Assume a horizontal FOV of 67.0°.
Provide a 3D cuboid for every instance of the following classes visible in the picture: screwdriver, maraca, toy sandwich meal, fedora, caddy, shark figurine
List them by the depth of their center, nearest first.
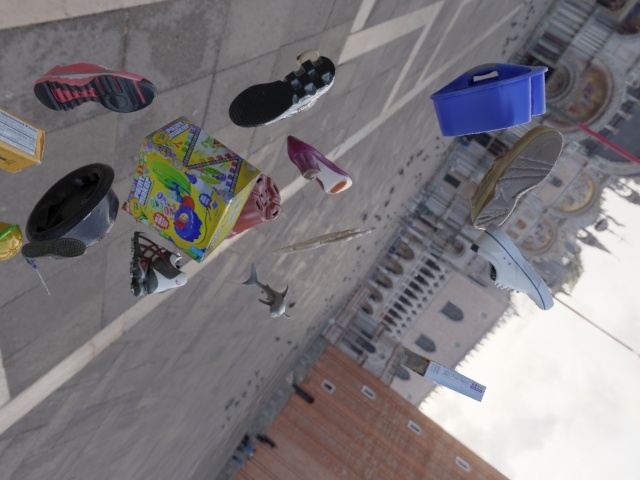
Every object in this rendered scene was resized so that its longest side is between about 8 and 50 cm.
[{"bbox_3d":[-0.893,0.004,1.352,0.127,0.099,0.185,-49,-162,-20],"label":"maraca"},{"bbox_3d":[0.495,-0.430,1.432,0.341,0.179,0.241,2,-155,45],"label":"caddy"},{"bbox_3d":[-0.850,0.095,1.459,0.025,0.024,0.170,-40,133,-34],"label":"screwdriver"},{"bbox_3d":[-0.762,-0.088,1.548,0.334,0.334,0.152,-52,139,-19],"label":"fedora"},{"bbox_3d":[-0.046,-0.669,1.765,0.085,0.029,0.085,-20,156,-9],"label":"toy sandwich meal"},{"bbox_3d":[-0.183,0.206,1.928,0.166,0.278,0.116,28,102,-44],"label":"shark figurine"}]

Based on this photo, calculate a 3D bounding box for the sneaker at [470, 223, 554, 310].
[{"bbox_3d":[0.454,0.080,1.158,0.091,0.258,0.094,-40,-172,8],"label":"sneaker"}]

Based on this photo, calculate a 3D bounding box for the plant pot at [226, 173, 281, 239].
[{"bbox_3d":[-0.330,-0.159,2.089,0.265,0.272,0.272,-11,-162,31],"label":"plant pot"}]

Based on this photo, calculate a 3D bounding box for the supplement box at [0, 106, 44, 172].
[{"bbox_3d":[-0.602,-0.203,0.828,0.233,0.078,0.080,40,41,-59],"label":"supplement box"}]

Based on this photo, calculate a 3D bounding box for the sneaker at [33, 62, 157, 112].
[{"bbox_3d":[-0.592,-0.430,1.291,0.116,0.313,0.136,93,-3,-54],"label":"sneaker"}]

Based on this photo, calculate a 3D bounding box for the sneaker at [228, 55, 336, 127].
[{"bbox_3d":[-0.104,-0.406,1.419,0.330,0.122,0.146,-24,173,-2],"label":"sneaker"}]

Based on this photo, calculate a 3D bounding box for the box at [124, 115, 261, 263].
[{"bbox_3d":[-0.372,-0.142,1.396,0.290,0.279,0.177,-55,179,41],"label":"box"}]

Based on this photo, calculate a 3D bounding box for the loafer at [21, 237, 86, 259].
[{"bbox_3d":[-0.682,0.022,1.239,0.148,0.056,0.050,0,175,-35],"label":"loafer"}]

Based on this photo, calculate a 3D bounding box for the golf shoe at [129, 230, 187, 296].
[{"bbox_3d":[-0.401,0.057,1.174,0.273,0.120,0.105,-134,-131,-58],"label":"golf shoe"}]

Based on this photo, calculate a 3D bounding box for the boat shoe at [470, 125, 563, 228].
[{"bbox_3d":[0.469,-0.169,1.219,0.341,0.121,0.110,114,-24,-51],"label":"boat shoe"}]

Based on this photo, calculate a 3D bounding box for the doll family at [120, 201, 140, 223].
[{"bbox_3d":[-0.639,-0.095,1.777,0.118,0.163,0.263,-57,-172,2],"label":"doll family"}]

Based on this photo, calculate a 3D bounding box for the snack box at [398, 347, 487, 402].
[{"bbox_3d":[0.236,0.262,0.943,0.037,0.141,0.100,-64,-164,-6],"label":"snack box"}]

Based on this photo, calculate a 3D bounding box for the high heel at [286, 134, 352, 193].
[{"bbox_3d":[0.005,-0.304,1.938,0.127,0.181,0.377,-32,159,18],"label":"high heel"}]

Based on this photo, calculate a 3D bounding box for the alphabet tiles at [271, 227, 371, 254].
[{"bbox_3d":[0.000,0.000,1.472,0.278,0.021,0.284,-11,-176,36],"label":"alphabet tiles"}]
